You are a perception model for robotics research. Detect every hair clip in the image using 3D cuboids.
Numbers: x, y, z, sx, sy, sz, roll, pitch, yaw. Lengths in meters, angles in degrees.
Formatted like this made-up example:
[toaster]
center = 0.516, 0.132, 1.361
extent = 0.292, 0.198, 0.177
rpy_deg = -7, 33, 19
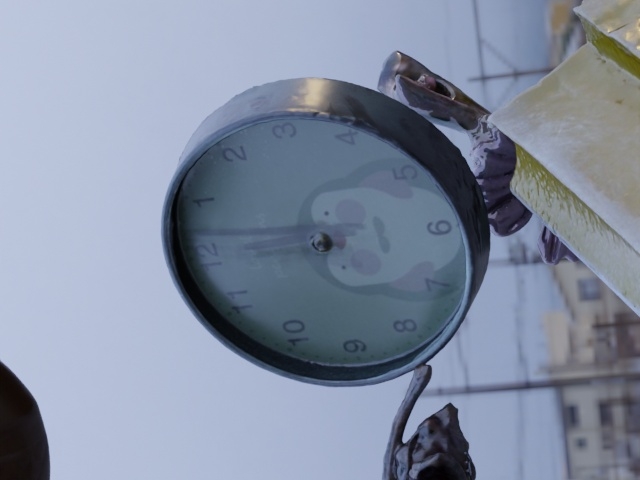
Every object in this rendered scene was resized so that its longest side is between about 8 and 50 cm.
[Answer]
[hair clip]
center = 0.184, -0.102, 1.520
extent = 0.173, 0.300, 0.069
rpy_deg = -60, -8, 7

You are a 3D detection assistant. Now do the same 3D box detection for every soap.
[soap]
center = 0.274, -0.075, 1.008
extent = 0.143, 0.259, 0.281
rpy_deg = 53, 179, -34

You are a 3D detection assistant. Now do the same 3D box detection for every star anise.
[star anise]
center = 0.104, 0.244, 1.380
extent = 0.209, 0.089, 0.231
rpy_deg = 83, 177, -62

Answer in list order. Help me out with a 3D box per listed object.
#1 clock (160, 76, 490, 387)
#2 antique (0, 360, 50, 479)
[clock]
center = 0.000, 0.000, 1.419
extent = 0.066, 0.319, 0.319
rpy_deg = -64, -33, -54
[antique]
center = -0.343, 0.223, 1.277
extent = 0.223, 0.129, 0.278
rpy_deg = 19, -106, -52
